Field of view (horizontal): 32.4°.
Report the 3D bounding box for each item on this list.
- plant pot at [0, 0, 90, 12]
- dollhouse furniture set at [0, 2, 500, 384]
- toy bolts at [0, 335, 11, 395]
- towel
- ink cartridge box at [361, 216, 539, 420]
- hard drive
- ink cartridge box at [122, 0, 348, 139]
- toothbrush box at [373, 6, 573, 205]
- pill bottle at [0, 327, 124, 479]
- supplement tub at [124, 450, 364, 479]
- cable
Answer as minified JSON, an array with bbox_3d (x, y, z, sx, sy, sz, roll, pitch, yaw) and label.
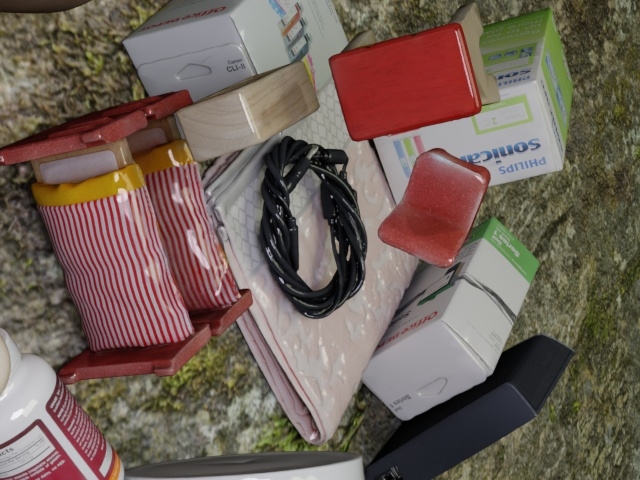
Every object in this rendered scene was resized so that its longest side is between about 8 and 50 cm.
[{"bbox_3d":[-0.232,-0.253,0.740,0.229,0.263,0.263,20,65,-77],"label":"plant pot"},{"bbox_3d":[-0.046,-0.027,0.838,0.152,0.374,0.201,-41,117,-59],"label":"dollhouse furniture set"},{"bbox_3d":[-0.261,-0.008,0.681,0.228,0.158,0.218,62,37,-30],"label":"toy bolts"},{"bbox_3d":[0.000,0.000,1.216,0.332,0.053,0.317,-57,131,-46],"label":"towel"},{"bbox_3d":[0.155,0.093,1.330,0.092,0.160,0.219,46,40,-9],"label":"ink cartridge box"},{"bbox_3d":[0.166,0.204,1.273,0.054,0.255,0.172,51,36,1],"label":"hard drive"},{"bbox_3d":[-0.075,-0.184,1.055,0.176,0.128,0.127,-55,129,-47],"label":"ink cartridge box"},{"bbox_3d":[0.198,-0.173,1.388,0.283,0.206,0.122,-64,137,-57],"label":"toothbrush box"},{"bbox_3d":[-0.214,0.138,0.799,0.152,0.086,0.086,63,36,-30],"label":"pill bottle"},{"bbox_3d":[-0.054,0.340,0.875,0.235,0.235,0.324,7,78,-58],"label":"supplement tub"},{"bbox_3d":[-0.007,-0.013,1.117,0.150,0.047,0.184,17,70,-54],"label":"cable"}]
